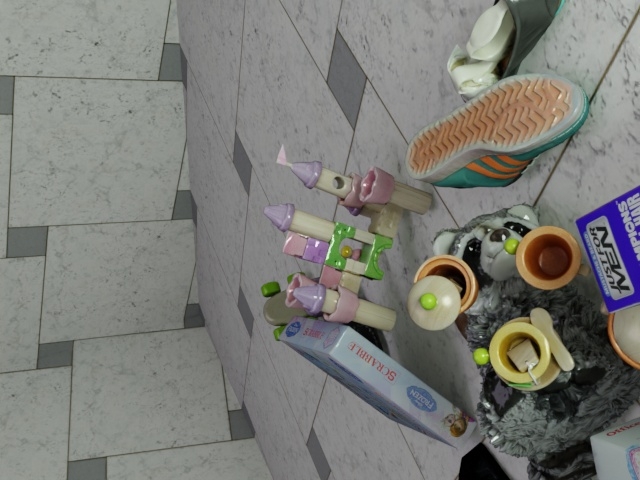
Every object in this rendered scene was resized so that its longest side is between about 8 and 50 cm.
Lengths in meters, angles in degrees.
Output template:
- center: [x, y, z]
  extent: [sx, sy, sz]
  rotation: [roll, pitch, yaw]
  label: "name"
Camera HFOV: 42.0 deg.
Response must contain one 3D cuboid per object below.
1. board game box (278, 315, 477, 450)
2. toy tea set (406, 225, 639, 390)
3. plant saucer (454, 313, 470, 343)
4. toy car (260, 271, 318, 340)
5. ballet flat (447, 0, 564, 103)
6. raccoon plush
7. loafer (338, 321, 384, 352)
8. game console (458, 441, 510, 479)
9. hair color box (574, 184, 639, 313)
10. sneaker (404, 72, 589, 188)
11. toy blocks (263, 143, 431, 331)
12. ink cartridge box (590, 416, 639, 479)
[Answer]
- center: [0.100, 0.268, 1.623]
  extent: [0.319, 0.066, 0.318]
  rotation: [38, 167, -16]
  label: "board game box"
- center: [0.259, 0.066, 0.918]
  extent: [0.124, 0.336, 0.200]
  rotation: [18, -122, -66]
  label: "toy tea set"
- center: [0.261, 0.100, 1.386]
  extent: [0.168, 0.029, 0.168]
  rotation: [165, 90, -72]
  label: "plant saucer"
- center: [-0.064, 0.192, 2.275]
  extent: [0.188, 0.149, 0.155]
  rotation: [44, -153, -70]
  label: "toy car"
- center: [0.227, -0.253, 1.125]
  extent: [0.280, 0.096, 0.095]
  rotation: [107, 142, -57]
  label: "ballet flat"
- center: [0.264, 0.166, 1.190]
  extent: [0.299, 0.216, 0.446]
  rotation: [-112, 19, -44]
  label: "raccoon plush"
- center: [0.090, 0.203, 1.894]
  extent: [0.220, 0.080, 0.078]
  rotation: [67, -168, 20]
  label: "loafer"
- center: [0.317, 0.564, 1.545]
  extent: [0.213, 0.044, 0.361]
  rotation: [-125, 28, -49]
  label: "game console"
- center: [0.389, -0.040, 0.691]
  extent: [0.339, 0.185, 0.110]
  rotation: [131, 123, -67]
  label: "hair color box"
- center: [0.256, -0.141, 1.143]
  extent: [0.302, 0.121, 0.108]
  rotation: [-17, 65, 53]
  label: "sneaker"
- center: [0.000, 0.000, 1.551]
  extent: [0.309, 0.260, 0.288]
  rotation: [-174, 101, -71]
  label: "toy blocks"
- center: [0.415, 0.277, 0.930]
  extent: [0.176, 0.128, 0.127]
  rotation: [-174, 71, -71]
  label: "ink cartridge box"
